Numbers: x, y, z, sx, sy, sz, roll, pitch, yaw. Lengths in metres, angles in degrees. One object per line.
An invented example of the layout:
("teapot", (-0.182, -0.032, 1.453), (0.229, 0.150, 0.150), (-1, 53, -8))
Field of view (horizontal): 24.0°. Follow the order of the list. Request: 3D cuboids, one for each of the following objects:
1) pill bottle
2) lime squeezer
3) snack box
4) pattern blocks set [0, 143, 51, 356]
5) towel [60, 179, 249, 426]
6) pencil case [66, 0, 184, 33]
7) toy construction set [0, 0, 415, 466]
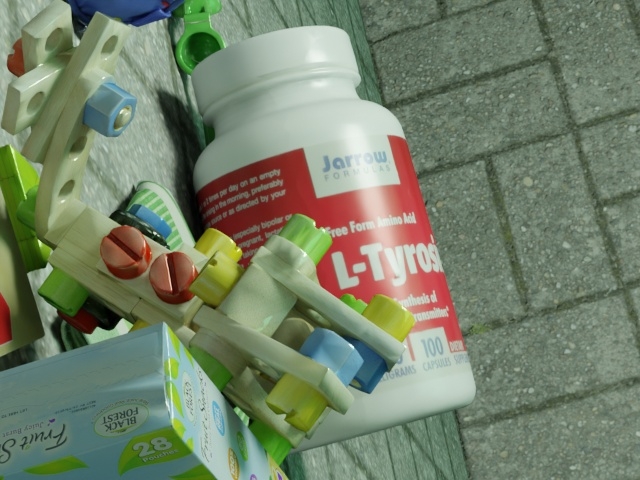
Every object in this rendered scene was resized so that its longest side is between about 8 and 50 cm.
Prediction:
("pill bottle", (0.000, 0.000, 1.547), (0.229, 0.229, 0.407), (21, 53, -77))
("lime squeezer", (-0.140, -0.216, 1.695), (0.110, 0.059, 0.310), (112, -25, -49))
("snack box", (-0.121, 0.143, 0.818), (0.207, 0.174, 0.070), (59, 17, -50))
("pattern blocks set", (-0.227, -0.014, 0.923), (0.285, 0.026, 0.325), (13, 61, -78))
("towel", (-0.127, 0.101, 1.256), (0.325, 0.038, 0.248), (-77, 147, -67))
("pencil case", (-0.186, -0.331, 1.392), (0.133, 0.119, 0.306), (67, 10, -57))
("toy construction set", (-0.091, 0.011, 0.928), (0.327, 0.151, 0.215), (46, -11, 18))
